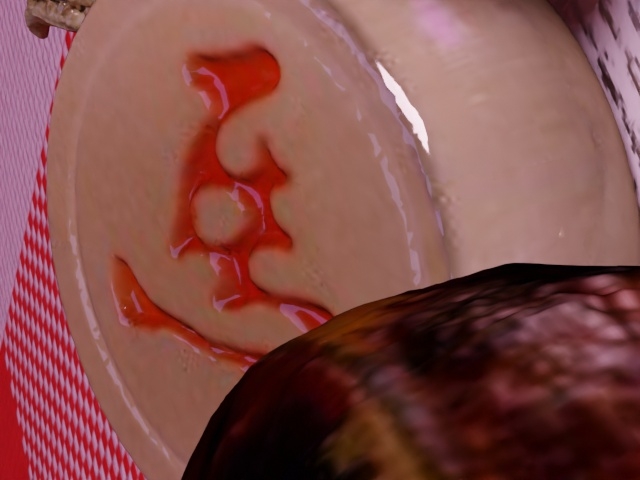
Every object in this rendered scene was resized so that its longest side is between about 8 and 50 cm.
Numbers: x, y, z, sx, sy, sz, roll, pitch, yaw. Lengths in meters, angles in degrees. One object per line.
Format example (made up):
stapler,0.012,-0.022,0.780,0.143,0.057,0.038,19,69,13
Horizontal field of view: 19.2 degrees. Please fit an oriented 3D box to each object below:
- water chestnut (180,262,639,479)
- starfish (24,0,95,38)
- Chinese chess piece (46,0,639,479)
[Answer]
water chestnut,0.047,0.169,0.472,0.350,0.302,0.351,177,90,-74
starfish,0.003,-0.115,0.838,0.358,0.078,0.347,-48,59,41
Chinese chess piece,0.000,0.000,0.739,0.273,0.102,0.273,18,114,46
